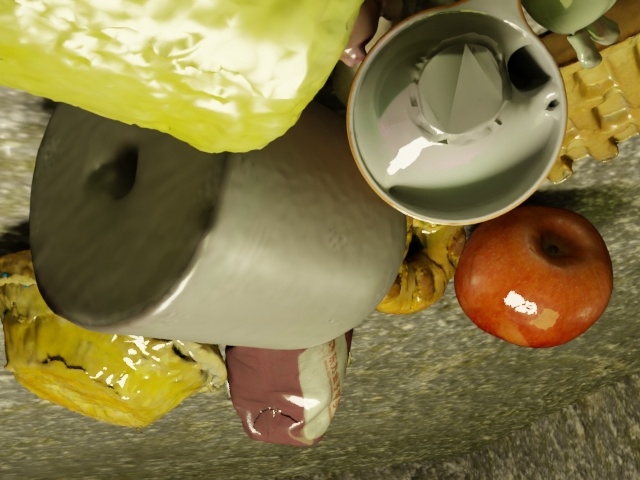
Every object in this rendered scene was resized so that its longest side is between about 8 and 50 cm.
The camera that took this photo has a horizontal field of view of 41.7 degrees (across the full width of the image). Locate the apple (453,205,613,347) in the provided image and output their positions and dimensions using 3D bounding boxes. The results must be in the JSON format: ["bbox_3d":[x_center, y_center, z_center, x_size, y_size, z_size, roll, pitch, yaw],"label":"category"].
[{"bbox_3d":[0.368,0.056,1.443,0.271,0.252,0.206,7,132,-11],"label":"apple"}]

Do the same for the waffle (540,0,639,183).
[{"bbox_3d":[0.412,-0.217,1.106,0.348,0.078,0.304,-25,152,21],"label":"waffle"}]

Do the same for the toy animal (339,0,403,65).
[{"bbox_3d":[0.012,-0.246,0.751,0.250,0.154,0.166,-40,160,11],"label":"toy animal"}]

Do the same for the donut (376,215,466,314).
[{"bbox_3d":[0.120,0.000,1.239,0.226,0.227,0.113,14,-179,-45],"label":"donut"}]

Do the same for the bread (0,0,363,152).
[{"bbox_3d":[-0.132,-0.241,0.502,0.307,0.348,0.348,10,147,-22],"label":"bread"}]

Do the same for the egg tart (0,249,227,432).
[{"bbox_3d":[-0.324,0.161,1.232,0.387,0.169,0.388,18,154,9],"label":"egg tart"}]

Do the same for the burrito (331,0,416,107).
[{"bbox_3d":[0.063,-0.221,0.931,0.087,0.060,0.226,-12,155,-15],"label":"burrito"}]

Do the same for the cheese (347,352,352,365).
[{"bbox_3d":[-0.021,0.230,1.768,0.167,0.094,0.123,-9,164,-2],"label":"cheese"}]

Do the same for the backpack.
[{"bbox_3d":[-0.044,0.117,1.304,0.197,0.317,0.283,9,134,8],"label":"backpack"}]

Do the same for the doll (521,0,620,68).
[{"bbox_3d":[0.213,-0.290,0.742,0.113,0.155,0.275,12,135,30],"label":"doll"}]

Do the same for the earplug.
[{"bbox_3d":[-0.083,-0.026,0.963,0.312,0.313,0.394,-30,151,29],"label":"earplug"}]

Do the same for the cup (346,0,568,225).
[{"bbox_3d":[0.122,-0.145,0.788,0.182,0.226,0.264,18,-167,-3],"label":"cup"}]
